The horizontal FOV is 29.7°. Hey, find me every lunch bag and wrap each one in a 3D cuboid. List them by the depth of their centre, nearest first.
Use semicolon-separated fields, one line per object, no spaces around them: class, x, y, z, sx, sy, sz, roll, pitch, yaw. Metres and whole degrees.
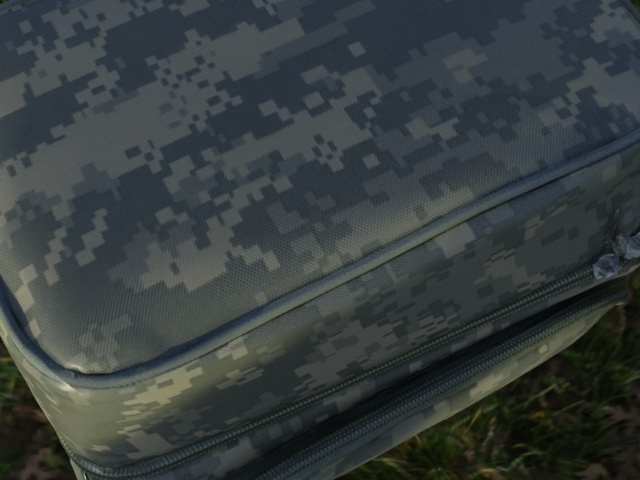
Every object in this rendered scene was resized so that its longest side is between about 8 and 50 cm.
lunch bag;0.000;0.000;0.577;0.305;0.256;0.212;-26;60;-13
